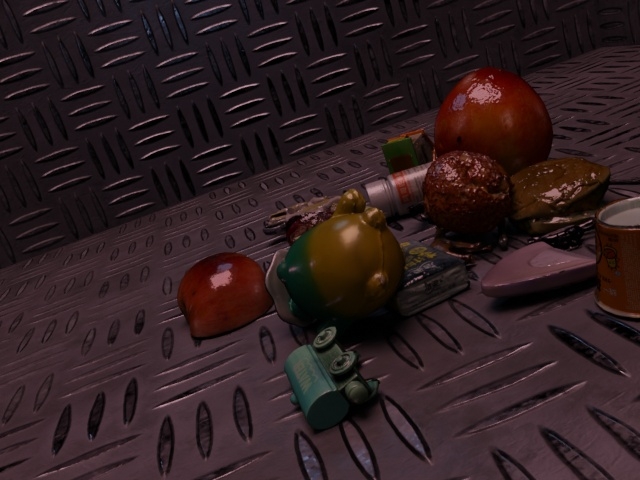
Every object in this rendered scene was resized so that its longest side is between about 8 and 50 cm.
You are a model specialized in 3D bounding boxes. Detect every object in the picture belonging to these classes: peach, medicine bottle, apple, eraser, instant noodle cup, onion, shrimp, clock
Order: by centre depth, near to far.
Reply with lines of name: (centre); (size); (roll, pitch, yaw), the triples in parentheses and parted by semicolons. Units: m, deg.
instant noodle cup: (0.600, 0.020, 1.174); (0.216, 0.172, 0.215); (-16, 17, 5)
eraser: (0.446, 0.073, 1.356); (0.244, 0.059, 0.204); (-20, 18, -16)
apple: (-0.281, 0.128, 1.770); (0.251, 0.163, 0.293); (-25, 17, -22)
shrimp: (0.352, -0.095, 1.863); (0.233, 0.071, 0.365); (0, 13, 40)
onion: (0.000, 0.000, 1.931); (0.195, 0.139, 0.218); (-13, -17, -2)
peach: (0.530, -0.345, 2.007); (0.389, 0.388, 0.388); (-17, 18, 6)
medicine bottle: (0.278, -0.156, 2.080); (0.252, 0.144, 0.144); (-18, 18, 6)
clock: (0.329, -0.278, 2.260); (0.106, 0.219, 0.255); (-11, 18, 28)

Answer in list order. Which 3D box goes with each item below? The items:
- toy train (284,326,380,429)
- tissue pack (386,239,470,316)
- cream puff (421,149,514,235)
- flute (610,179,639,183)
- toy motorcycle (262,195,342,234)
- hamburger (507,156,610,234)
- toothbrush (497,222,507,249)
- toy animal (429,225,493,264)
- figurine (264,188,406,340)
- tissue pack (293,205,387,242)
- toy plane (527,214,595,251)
toy train: (0.009, 0.259, 1.218); (0.159, 0.101, 0.248); (-36, 19, -2)
tissue pack: (0.210, 0.081, 1.539); (0.186, 0.081, 0.257); (-24, 18, -13)
cream puff: (0.380, -0.129, 1.641); (0.240, 0.240, 0.164); (-30, -24, -30)
flute: (0.803, -0.161, 1.765); (0.014, 0.014, 0.270); (-30, 21, -31)
toy motorcycle: (-0.032, -0.091, 2.250); (0.341, 0.107, 0.223); (-12, 19, 16)
hamburger: (0.606, -0.125, 1.663); (0.266, 0.134, 0.285); (-19, 15, -6)
toothbrush: (0.478, -0.041, 1.712); (0.031, 0.030, 0.297); (-22, 15, 19)
toy animal: (0.335, 0.010, 1.673); (0.149, 0.054, 0.275); (-20, 17, -13)
figurine: (0.033, 0.065, 1.430); (0.232, 0.323, 0.340); (10, -24, -33)
tissue pack: (0.065, 0.027, 1.715); (0.234, 0.159, 0.125); (-25, 19, -19)
toy plane: (0.589, -0.018, 1.501); (0.197, 0.053, 0.078); (-21, 9, 7)
